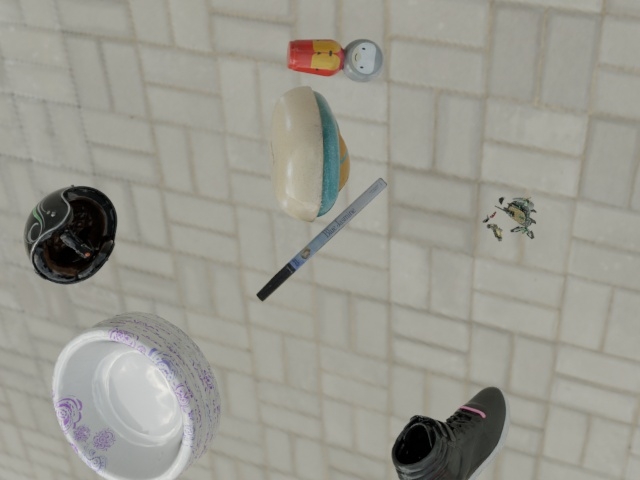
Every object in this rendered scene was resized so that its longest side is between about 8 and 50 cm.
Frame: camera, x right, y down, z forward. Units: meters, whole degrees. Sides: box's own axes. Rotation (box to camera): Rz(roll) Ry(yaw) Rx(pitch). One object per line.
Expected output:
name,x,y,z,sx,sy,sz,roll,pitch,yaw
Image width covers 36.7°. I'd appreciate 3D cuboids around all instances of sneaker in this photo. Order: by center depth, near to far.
sneaker,0.229,0.331,1.660,0.104,0.296,0.147,8,135,43

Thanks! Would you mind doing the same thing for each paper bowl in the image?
paper bowl,-0.294,0.257,1.607,0.284,0.148,0.284,7,108,23

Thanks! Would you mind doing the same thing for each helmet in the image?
helmet,-0.453,-0.016,1.746,0.169,0.161,0.169,-5,125,-7

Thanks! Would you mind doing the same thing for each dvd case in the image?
dvd case,0.000,0.000,1.693,0.022,0.253,0.180,47,152,0

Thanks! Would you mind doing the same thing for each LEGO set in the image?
LEGO set,0.207,-0.027,1.027,0.083,0.023,0.054,-3,121,58

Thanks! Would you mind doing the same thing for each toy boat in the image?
toy boat,0.004,-0.184,1.553,0.148,0.267,0.318,3,133,-11
